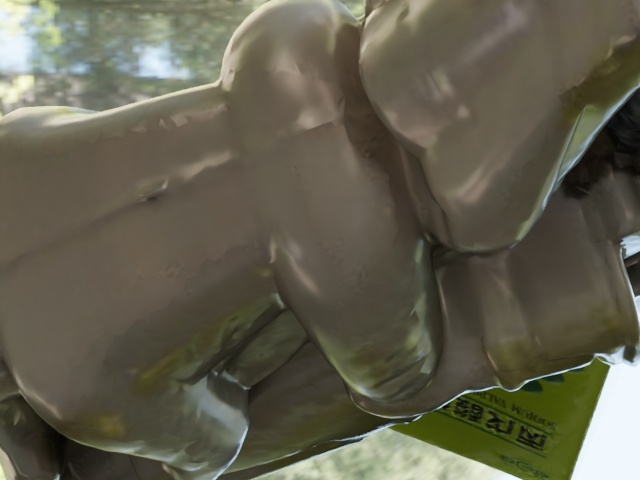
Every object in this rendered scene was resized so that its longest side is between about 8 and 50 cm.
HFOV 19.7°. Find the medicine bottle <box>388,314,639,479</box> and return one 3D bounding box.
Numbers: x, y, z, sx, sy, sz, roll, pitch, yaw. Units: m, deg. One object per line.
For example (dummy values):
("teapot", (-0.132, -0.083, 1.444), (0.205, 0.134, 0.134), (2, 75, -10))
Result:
("medicine bottle", (0.112, 0.019, 1.018), (0.137, 0.250, 0.141), (19, -120, 10))

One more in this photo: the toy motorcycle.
("toy motorcycle", (0.000, 0.000, 0.468), (0.340, 0.223, 0.108), (-35, -115, 50))
